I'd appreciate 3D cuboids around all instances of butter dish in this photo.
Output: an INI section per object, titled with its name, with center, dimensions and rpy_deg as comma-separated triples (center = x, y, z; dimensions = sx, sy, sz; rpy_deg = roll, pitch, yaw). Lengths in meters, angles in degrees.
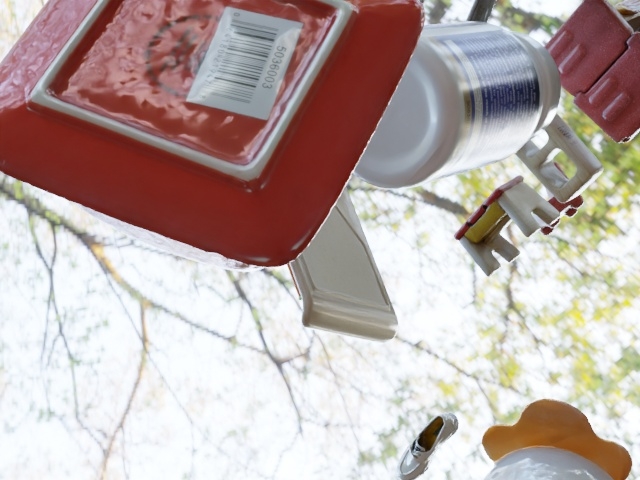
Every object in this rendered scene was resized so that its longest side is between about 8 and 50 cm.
[butter dish]
center = -0.052, -0.049, 0.570
dimensions = 0.160, 0.160, 0.118
rpy_deg = 20, -31, 12

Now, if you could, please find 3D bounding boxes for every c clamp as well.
[c clamp]
center = 0.136, -0.279, 1.526
dimensions = 0.137, 0.022, 0.160
rpy_deg = 28, -98, 10

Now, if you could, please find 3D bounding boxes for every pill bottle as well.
[pill bottle]
center = 0.133, -0.144, 1.273
dimensions = 0.265, 0.153, 0.153
rpy_deg = -18, -52, -53

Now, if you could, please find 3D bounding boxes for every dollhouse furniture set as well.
[dollhouse furniture set]
center = 0.311, -0.147, 1.543
dimensions = 0.201, 0.152, 0.374
rpy_deg = -26, -18, -48

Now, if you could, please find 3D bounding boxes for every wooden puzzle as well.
[wooden puzzle]
center = 0.000, 0.000, 1.467
dimensions = 0.044, 0.238, 0.221
rpy_deg = -24, -20, 24

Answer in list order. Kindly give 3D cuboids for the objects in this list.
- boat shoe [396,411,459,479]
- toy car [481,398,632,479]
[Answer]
[boat shoe]
center = 0.115, 0.234, 1.423
dimensions = 0.100, 0.035, 0.035
rpy_deg = -50, -33, 18
[toy car]
center = 0.131, 0.216, 0.826
dimensions = 0.219, 0.210, 0.237
rpy_deg = -7, -81, -58
